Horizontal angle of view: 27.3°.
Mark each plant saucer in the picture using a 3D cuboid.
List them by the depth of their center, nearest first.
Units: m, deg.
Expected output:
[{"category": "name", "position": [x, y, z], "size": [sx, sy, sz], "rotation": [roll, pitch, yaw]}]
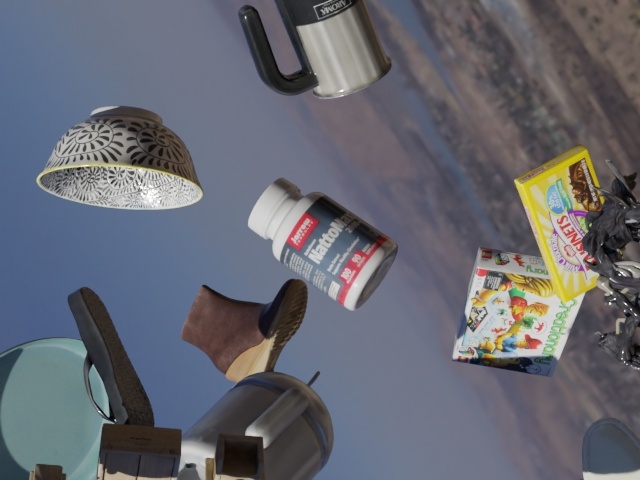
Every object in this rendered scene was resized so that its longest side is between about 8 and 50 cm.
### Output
[{"category": "plant saucer", "position": [-0.431, 0.282, 1.959], "size": [0.044, 0.317, 0.317], "rotation": [31, 162, 45]}]

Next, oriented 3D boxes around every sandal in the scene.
[{"category": "sandal", "position": [-0.297, 0.184, 1.832], "size": [0.254, 0.054, 0.097], "rotation": [63, -171, 29]}]

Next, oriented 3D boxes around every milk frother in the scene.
[{"category": "milk frother", "position": [-0.014, -0.220, 1.292], "size": [0.143, 0.129, 0.134], "rotation": [-95, -16, -64]}]

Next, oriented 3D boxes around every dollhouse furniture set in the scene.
[{"category": "dollhouse furniture set", "position": [-0.217, 0.420, 1.626], "size": [0.355, 0.303, 0.173], "rotation": [-97, 15, -48]}]

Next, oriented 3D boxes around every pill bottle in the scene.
[{"category": "pill bottle", "position": [0.000, 0.000, 1.714], "size": [0.180, 0.108, 0.108], "rotation": [34, 176, 12]}]

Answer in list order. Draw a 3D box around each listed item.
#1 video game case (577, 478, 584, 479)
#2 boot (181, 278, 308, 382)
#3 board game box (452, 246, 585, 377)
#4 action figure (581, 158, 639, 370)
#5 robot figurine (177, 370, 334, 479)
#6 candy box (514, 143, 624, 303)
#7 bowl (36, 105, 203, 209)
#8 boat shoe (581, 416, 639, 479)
[{"category": "video game case", "position": [0.523, 0.515, 2.231], "size": [0.269, 0.061, 0.244], "rotation": [43, -167, 25]}, {"category": "boot", "position": [-0.147, 0.136, 2.430], "size": [0.207, 0.248, 0.090], "rotation": [35, -157, 24]}, {"category": "board game box", "position": [0.354, 0.133, 2.373], "size": [0.305, 0.193, 0.053], "rotation": [95, -176, -53]}, {"category": "action figure", "position": [0.399, 0.026, 1.633], "size": [0.141, 0.164, 0.275], "rotation": [10, 138, 24]}, {"category": "robot figurine", "position": [-0.112, 0.344, 2.109], "size": [0.200, 0.353, 0.300], "rotation": [44, 136, 5]}, {"category": "candy box", "position": [0.342, -0.020, 1.792], "size": [0.206, 0.105, 0.027], "rotation": [64, 176, -29]}, {"category": "bowl", "position": [-0.203, -0.090, 1.359], "size": [0.170, 0.170, 0.080], "rotation": [53, -142, -72]}, {"category": "boat shoe", "position": [0.458, 0.388, 1.821], "size": [0.091, 0.109, 0.305], "rotation": [11, -129, -56]}]
